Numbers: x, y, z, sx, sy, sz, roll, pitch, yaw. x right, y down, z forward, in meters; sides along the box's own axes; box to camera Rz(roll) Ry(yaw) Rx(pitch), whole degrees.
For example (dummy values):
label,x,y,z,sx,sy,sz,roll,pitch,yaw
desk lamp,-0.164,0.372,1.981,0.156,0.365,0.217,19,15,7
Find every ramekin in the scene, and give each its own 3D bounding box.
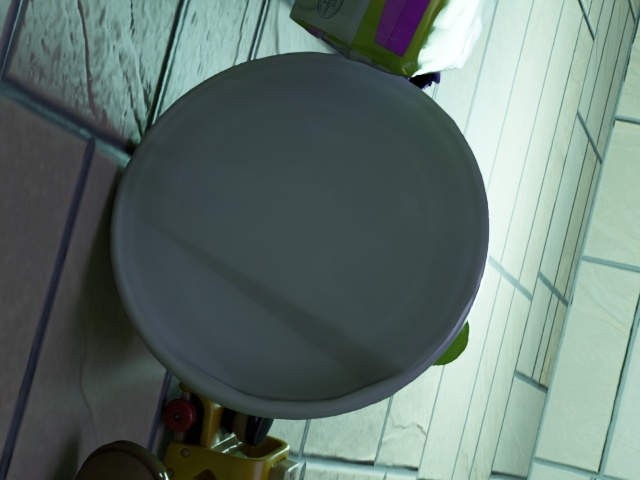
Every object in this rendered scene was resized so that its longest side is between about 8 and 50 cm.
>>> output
label,x,y,z,sx,sy,sz,roll,pitch,yaw
ramekin,-0.013,0.008,1.161,0.127,0.273,0.273,85,21,-73

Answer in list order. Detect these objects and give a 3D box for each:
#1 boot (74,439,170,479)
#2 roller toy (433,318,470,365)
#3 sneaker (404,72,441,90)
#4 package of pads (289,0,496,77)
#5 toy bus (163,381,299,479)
label,x,y,z,sx,sy,sz,roll,pitch,yaw
boot,-0.197,0.262,1.033,0.269,0.089,0.236,1,101,-71
roller toy,0.021,0.035,1.383,0.209,0.191,0.146,52,33,-7
sneaker,0.101,-0.190,1.667,0.068,0.071,0.170,83,26,-47
package of pads,0.092,-0.231,1.129,0.229,0.101,0.296,-65,171,14
toy bus,-0.075,0.192,1.331,0.202,0.104,0.191,80,28,-51
